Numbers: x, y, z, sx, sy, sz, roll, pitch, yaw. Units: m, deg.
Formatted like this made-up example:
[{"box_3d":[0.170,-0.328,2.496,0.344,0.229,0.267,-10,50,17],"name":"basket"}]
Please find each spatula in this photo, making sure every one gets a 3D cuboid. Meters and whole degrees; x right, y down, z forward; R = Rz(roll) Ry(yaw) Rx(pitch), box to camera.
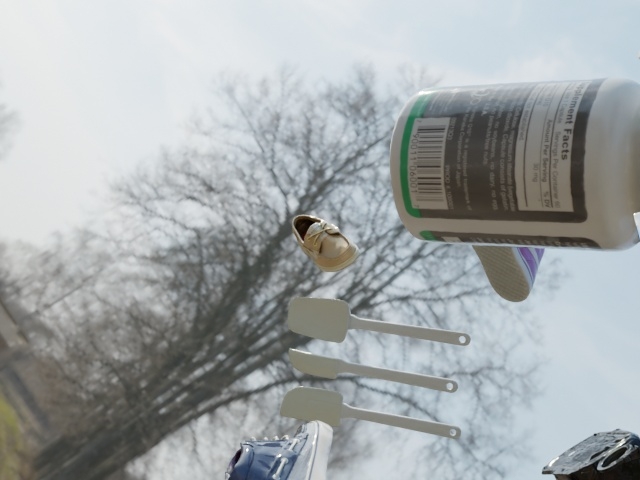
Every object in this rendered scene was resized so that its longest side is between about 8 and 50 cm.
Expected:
[{"box_3d":[0.068,0.167,1.196,0.242,0.168,0.019,7,3,16],"name":"spatula"}]

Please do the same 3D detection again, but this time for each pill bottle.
[{"box_3d":[0.283,-0.090,1.109,0.361,0.204,0.204,4,-50,33],"name":"pill bottle"}]

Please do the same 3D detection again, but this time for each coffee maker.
[{"box_3d":[0.348,0.317,1.045,0.178,0.120,0.171,59,9,7],"name":"coffee maker"}]

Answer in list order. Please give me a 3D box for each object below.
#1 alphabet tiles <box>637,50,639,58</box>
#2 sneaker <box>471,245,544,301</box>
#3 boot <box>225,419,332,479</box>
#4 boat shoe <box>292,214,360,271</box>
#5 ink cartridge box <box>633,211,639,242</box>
[{"box_3d":[0.429,-0.257,0.855,0.021,0.284,0.278,44,8,-14],"name":"alphabet tiles"},{"box_3d":[0.334,-0.044,1.679,0.102,0.161,0.282,3,-50,35],"name":"sneaker"},{"box_3d":[-0.040,0.210,0.904,0.086,0.069,0.190,25,7,-2],"name":"boot"},{"box_3d":[0.000,0.000,1.400,0.059,0.063,0.170,55,-15,-25],"name":"boat shoe"},{"box_3d":[0.277,0.021,0.744,0.048,0.028,0.083,-69,140,-60],"name":"ink cartridge box"}]
